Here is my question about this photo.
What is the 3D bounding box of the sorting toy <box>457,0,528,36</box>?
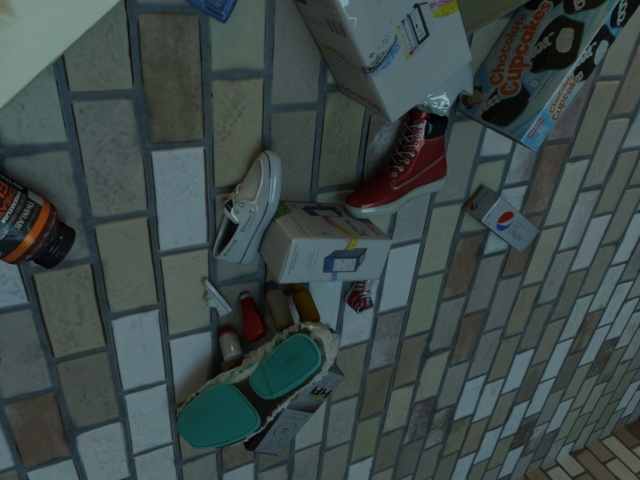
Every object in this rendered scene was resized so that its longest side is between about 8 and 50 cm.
[{"bbox_3d":[0.322,-0.518,0.868,0.307,0.041,0.229,-32,127,-8],"label":"sorting toy"}]

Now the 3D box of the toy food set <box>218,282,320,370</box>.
[{"bbox_3d":[-0.126,0.166,1.052,0.232,0.105,0.111,-34,148,18],"label":"toy food set"}]

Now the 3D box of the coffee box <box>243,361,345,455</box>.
[{"bbox_3d":[-0.081,0.335,1.140,0.098,0.141,0.247,30,102,-41],"label":"coffee box"}]

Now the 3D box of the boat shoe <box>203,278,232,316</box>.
[{"bbox_3d":[-0.206,0.114,0.989,0.035,0.035,0.100,-34,138,-9],"label":"boat shoe"}]

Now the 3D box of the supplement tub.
[{"bbox_3d":[-0.442,-0.035,0.700,0.106,0.106,0.198,-46,132,5],"label":"supplement tub"}]

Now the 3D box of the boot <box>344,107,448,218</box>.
[{"bbox_3d":[0.144,-0.154,0.979,0.244,0.088,0.176,-26,131,-23],"label":"boot"}]

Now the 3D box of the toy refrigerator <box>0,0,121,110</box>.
[{"bbox_3d":[-0.346,-0.268,0.608,0.269,0.094,0.102,-42,125,1],"label":"toy refrigerator"}]

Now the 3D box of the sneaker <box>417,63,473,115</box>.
[{"bbox_3d":[0.191,-0.262,0.917,0.212,0.080,0.094,-25,106,-15],"label":"sneaker"}]

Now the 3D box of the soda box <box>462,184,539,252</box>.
[{"bbox_3d":[0.437,-0.050,1.231,0.216,0.069,0.074,27,104,-41],"label":"soda box"}]

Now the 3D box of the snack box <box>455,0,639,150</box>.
[{"bbox_3d":[0.408,-0.344,0.933,0.060,0.187,0.322,19,109,-38],"label":"snack box"}]

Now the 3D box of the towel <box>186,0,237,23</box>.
[{"bbox_3d":[-0.166,-0.354,0.694,0.119,0.029,0.067,19,109,-38],"label":"towel"}]

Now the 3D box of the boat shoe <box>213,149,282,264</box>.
[{"bbox_3d":[-0.130,-0.050,0.886,0.075,0.083,0.227,1,121,-32],"label":"boat shoe"}]

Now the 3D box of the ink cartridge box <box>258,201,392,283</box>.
[{"bbox_3d":[0.000,0.000,0.949,0.212,0.154,0.093,3,118,-31],"label":"ink cartridge box"}]

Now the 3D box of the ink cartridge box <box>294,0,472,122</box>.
[{"bbox_3d":[0.086,-0.334,0.760,0.168,0.171,0.233,-38,132,-3],"label":"ink cartridge box"}]

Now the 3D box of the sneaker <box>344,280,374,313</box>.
[{"bbox_3d":[0.102,0.109,1.142,0.042,0.067,0.119,12,114,-36],"label":"sneaker"}]

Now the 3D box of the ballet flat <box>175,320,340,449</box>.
[{"bbox_3d":[-0.114,0.292,1.035,0.408,0.147,0.147,-36,135,22],"label":"ballet flat"}]
